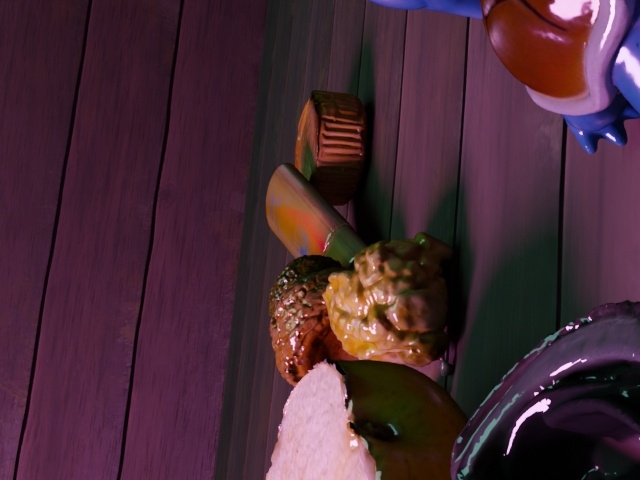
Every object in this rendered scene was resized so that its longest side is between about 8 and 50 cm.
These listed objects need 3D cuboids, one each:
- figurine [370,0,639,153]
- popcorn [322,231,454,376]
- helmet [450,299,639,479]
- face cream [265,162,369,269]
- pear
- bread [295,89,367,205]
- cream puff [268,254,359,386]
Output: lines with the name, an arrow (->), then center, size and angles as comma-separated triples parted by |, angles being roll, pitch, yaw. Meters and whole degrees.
figurine -> 0.202, -0.201, 0.706 | 0.416, 0.243, 0.297 | 11, 83, 58
popcorn -> 0.080, 0.070, 1.211 | 0.194, 0.140, 0.163 | -178, 91, -77
helmet -> 0.186, 0.197, 0.442 | 0.271, 0.197, 0.338 | 142, 129, -63
face cream -> 0.000, 0.000, 1.610 | 0.285, 0.067, 0.139 | 48, 143, 47
pear -> 0.065, 0.302, 0.973 | 0.340, 0.191, 0.386 | -104, 26, -49
bread -> 0.020, -0.154, 1.749 | 0.199, 0.104, 0.199 | -177, 90, -78
cream puff -> -0.009, 0.099, 1.438 | 0.169, 0.183, 0.183 | 48, 134, 43
